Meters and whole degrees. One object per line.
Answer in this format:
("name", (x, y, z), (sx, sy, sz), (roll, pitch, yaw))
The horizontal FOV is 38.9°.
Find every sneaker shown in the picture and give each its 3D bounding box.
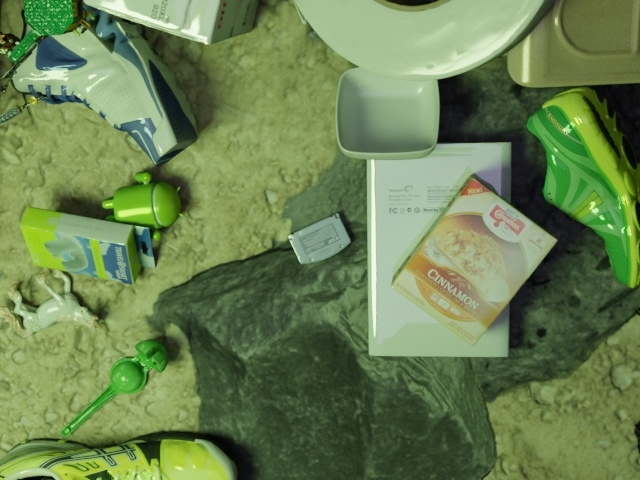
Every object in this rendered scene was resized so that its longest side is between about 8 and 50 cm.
("sneaker", (-0.321, -0.225, 1.277), (0.182, 0.127, 0.315), (-32, 88, 14))
("sneaker", (-0.316, 0.378, 1.359), (0.384, 0.147, 0.145), (-6, 97, 6))
("sneaker", (0.378, -0.071, 1.247), (0.123, 0.109, 0.295), (-12, 111, 44))

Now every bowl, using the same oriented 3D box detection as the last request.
("bowl", (0.093, -0.170, 1.251), (0.142, 0.053, 0.142), (0, 68, 6))

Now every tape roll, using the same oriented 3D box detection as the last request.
("tape roll", (0.126, -0.397, 1.144), (0.392, 0.072, 0.392), (11, 113, 27))

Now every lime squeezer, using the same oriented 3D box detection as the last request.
("lime squeezer", (-0.284, 0.210, 1.355), (0.059, 0.110, 0.310), (37, 133, -18))

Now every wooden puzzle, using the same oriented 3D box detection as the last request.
("wooden puzzle", (0.415, -0.366, 1.154), (0.347, 0.080, 0.322), (-2, 108, 2))

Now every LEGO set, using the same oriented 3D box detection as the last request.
("LEGO set", (-0.455, -0.277, 1.184), (0.255, 0.192, 0.331), (35, 103, -11))

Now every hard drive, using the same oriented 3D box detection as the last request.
("hard drive", (0.169, 0.013, 1.301), (0.203, 0.040, 0.308), (0, 100, 6))

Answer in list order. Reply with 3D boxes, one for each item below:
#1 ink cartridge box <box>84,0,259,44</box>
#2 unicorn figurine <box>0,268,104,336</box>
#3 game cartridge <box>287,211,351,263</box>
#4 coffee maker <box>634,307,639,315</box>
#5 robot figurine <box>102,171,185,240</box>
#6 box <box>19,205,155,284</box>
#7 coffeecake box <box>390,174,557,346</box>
("ink cartridge box", (-0.171, -0.365, 1.164), (0.168, 0.233, 0.171), (17, 107, 3))
("unicorn figurine", (-0.403, 0.100, 1.370), (0.162, 0.060, 0.111), (-21, 106, 23))
("game cartridge", (0.000, 0.000, 1.328), (0.083, 0.017, 0.056), (-23, 93, 9))
("coffee maker", (0.536, 0.042, 1.240), (0.171, 0.120, 0.178), (8, 104, -42))
("robot figurine", (-0.256, -0.049, 1.319), (0.115, 0.067, 0.101), (-7, 100, 7))
("box", (-0.337, 0.010, 1.321), (0.178, 0.042, 0.109), (10, 145, 4))
("coffeecake box", (0.208, 0.026, 1.244), (0.142, 0.068, 0.185), (36, 100, 0))
